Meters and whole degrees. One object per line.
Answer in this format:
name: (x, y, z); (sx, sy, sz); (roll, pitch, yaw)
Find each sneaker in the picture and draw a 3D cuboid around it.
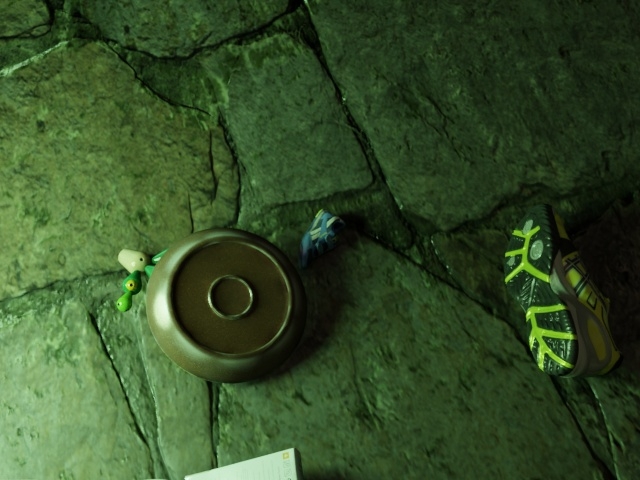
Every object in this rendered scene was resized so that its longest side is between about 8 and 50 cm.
sneaker: (0.000, 0.000, 2.064); (0.059, 0.053, 0.144); (22, 61, 14)
sneaker: (0.457, 0.100, 1.948); (0.147, 0.145, 0.384); (15, 50, -24)

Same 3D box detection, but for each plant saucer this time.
plant saucer: (-0.171, 0.113, 1.937); (0.311, 0.050, 0.310); (5, 68, -13)

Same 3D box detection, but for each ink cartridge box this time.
ink cartridge box: (-0.122, 0.476, 1.748); (0.208, 0.045, 0.206); (-16, 55, 10)

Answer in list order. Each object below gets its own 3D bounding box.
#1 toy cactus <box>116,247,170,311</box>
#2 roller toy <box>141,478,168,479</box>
toy cactus: (-0.326, 0.064, 2.027); (0.180, 0.112, 0.219); (25, 62, 40)
roller toy: (-0.296, 0.490, 1.665); (0.209, 0.191, 0.146); (-8, 100, 14)
